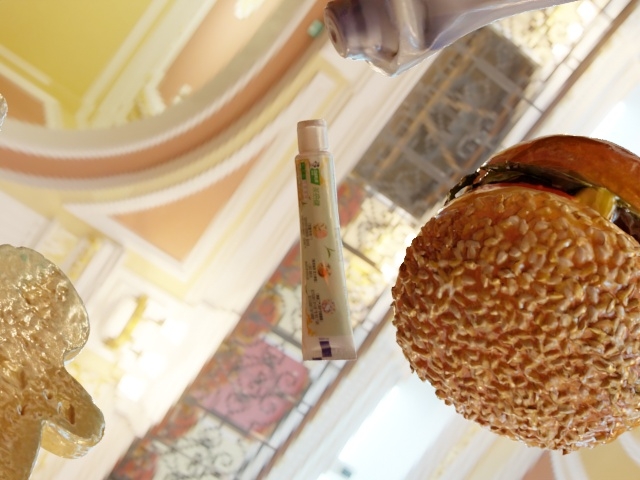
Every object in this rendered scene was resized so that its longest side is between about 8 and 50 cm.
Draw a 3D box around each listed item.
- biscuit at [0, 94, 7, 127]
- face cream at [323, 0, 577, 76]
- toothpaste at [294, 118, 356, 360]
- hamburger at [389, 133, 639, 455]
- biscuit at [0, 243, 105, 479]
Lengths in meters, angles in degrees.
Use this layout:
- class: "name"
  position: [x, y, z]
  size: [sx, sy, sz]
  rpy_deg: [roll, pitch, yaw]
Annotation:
- class: "biscuit"
  position: [-0.478, -0.131, 1.502]
  size: [0.078, 0.144, 0.426]
  rpy_deg: [-34, -156, 9]
- class: "face cream"
  position: [0.205, -0.293, 1.419]
  size: [0.420, 0.137, 0.235]
  rpy_deg: [-16, -166, -15]
- class: "toothpaste"
  position: [0.000, 0.000, 1.587]
  size: [0.058, 0.056, 0.314]
  rpy_deg: [175, -90, -70]
- class: "hamburger"
  position: [0.251, 0.061, 1.343]
  size: [0.330, 0.330, 0.250]
  rpy_deg: [-26, -165, 50]
- class: "biscuit"
  position: [-0.190, 0.080, 0.687]
  size: [0.030, 0.153, 0.234]
  rpy_deg: [-38, -159, 23]
